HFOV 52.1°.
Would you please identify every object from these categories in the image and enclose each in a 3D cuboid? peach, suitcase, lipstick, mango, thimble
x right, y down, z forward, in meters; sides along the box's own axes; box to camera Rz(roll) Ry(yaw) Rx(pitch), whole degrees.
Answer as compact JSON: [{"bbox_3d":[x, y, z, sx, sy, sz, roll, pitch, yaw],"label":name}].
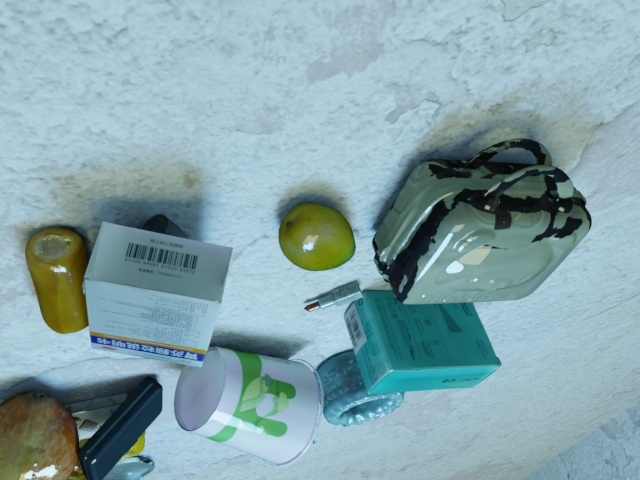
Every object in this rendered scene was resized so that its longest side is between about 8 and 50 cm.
[{"bbox_3d":[-0.613,0.418,1.368,0.232,0.232,0.232,-12,146,-8],"label":"peach"},{"bbox_3d":[0.296,-0.024,1.165,0.351,0.194,0.339,0,140,-25],"label":"suitcase"},{"bbox_3d":[0.025,0.127,1.400,0.129,0.030,0.030,-22,147,6],"label":"lipstick"},{"bbox_3d":[0.000,0.000,1.162,0.130,0.092,0.194,-35,152,21],"label":"mango"},{"bbox_3d":[0.106,0.379,1.702,0.235,0.143,0.198,-24,146,7],"label":"thimble"}]

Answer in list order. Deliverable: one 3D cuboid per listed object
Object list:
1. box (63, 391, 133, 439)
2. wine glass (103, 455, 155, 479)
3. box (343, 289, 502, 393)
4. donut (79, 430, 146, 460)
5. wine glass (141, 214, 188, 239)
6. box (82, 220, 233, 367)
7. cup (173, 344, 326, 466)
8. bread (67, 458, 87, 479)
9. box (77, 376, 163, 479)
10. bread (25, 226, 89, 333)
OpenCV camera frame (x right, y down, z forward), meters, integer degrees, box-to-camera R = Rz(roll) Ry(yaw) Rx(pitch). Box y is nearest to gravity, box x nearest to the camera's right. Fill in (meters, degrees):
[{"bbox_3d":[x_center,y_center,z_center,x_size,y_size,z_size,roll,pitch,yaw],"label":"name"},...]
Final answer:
[{"bbox_3d":[-0.547,0.422,1.549,0.247,0.033,0.129,-9,138,-13],"label":"box"},{"bbox_3d":[-0.520,0.794,1.819,0.190,0.357,0.190,-13,149,-8],"label":"wine glass"},{"bbox_3d":[0.228,0.228,1.485,0.311,0.205,0.118,3,143,-29],"label":"box"},{"bbox_3d":[-0.519,0.516,1.672,0.146,0.078,0.181,-17,148,4],"label":"donut"},{"bbox_3d":[-0.235,0.029,1.113,0.066,0.066,0.198,-22,146,7],"label":"wine glass"},{"bbox_3d":[-0.268,0.100,1.077,0.200,0.106,0.299,12,150,-10],"label":"box"},{"bbox_3d":[-0.169,0.359,1.481,0.274,0.253,0.253,28,126,-36],"label":"cup"},{"bbox_3d":[-0.648,0.576,1.675,0.193,0.064,0.193,3,150,2],"label":"bread"},{"bbox_3d":[-0.445,0.427,1.479,0.230,0.050,0.160,-50,166,-37],"label":"box"},{"bbox_3d":[-0.426,0.075,1.082,0.092,0.074,0.239,-2,143,-13],"label":"bread"}]
